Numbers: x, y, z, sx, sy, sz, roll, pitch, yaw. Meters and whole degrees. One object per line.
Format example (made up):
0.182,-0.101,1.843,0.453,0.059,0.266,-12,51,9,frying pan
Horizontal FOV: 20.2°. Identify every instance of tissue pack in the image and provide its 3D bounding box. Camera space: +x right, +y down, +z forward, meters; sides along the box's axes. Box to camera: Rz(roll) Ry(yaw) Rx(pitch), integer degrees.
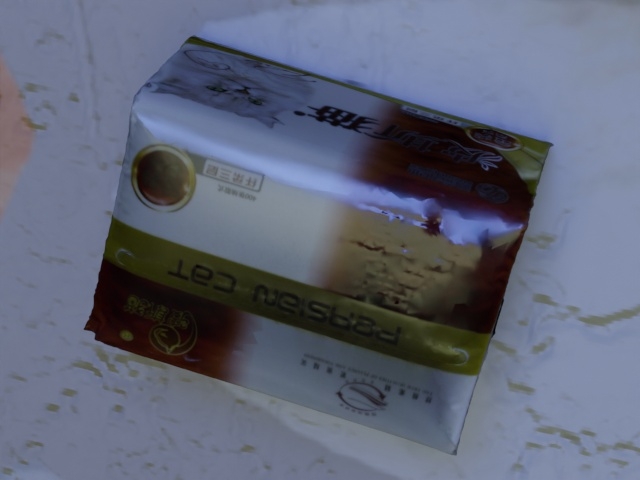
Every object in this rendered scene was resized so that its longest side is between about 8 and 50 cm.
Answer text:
0.000,0.000,0.682,0.148,0.099,0.106,17,116,6,tissue pack
